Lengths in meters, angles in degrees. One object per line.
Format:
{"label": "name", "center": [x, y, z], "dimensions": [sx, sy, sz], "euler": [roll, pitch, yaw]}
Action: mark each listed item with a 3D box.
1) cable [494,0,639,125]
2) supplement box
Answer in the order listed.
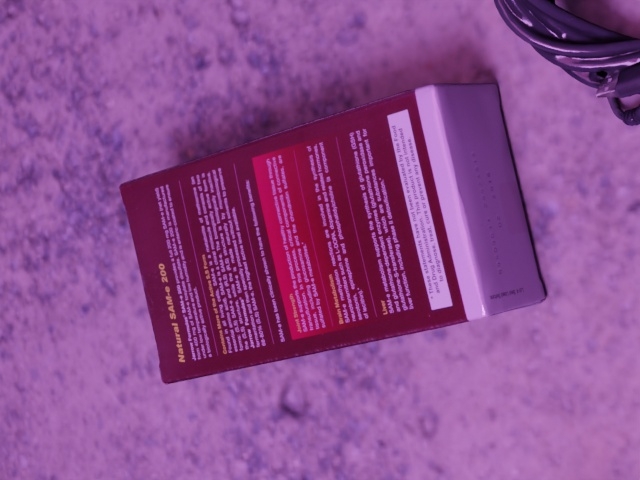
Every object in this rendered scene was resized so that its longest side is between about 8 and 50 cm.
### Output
{"label": "cable", "center": [0.167, -0.139, 0.690], "dimensions": [0.150, 0.047, 0.184], "euler": [52, 141, -9]}
{"label": "supplement box", "center": [0.000, 0.000, 0.847], "dimensions": [0.239, 0.073, 0.130], "euler": [-14, 87, 36]}
